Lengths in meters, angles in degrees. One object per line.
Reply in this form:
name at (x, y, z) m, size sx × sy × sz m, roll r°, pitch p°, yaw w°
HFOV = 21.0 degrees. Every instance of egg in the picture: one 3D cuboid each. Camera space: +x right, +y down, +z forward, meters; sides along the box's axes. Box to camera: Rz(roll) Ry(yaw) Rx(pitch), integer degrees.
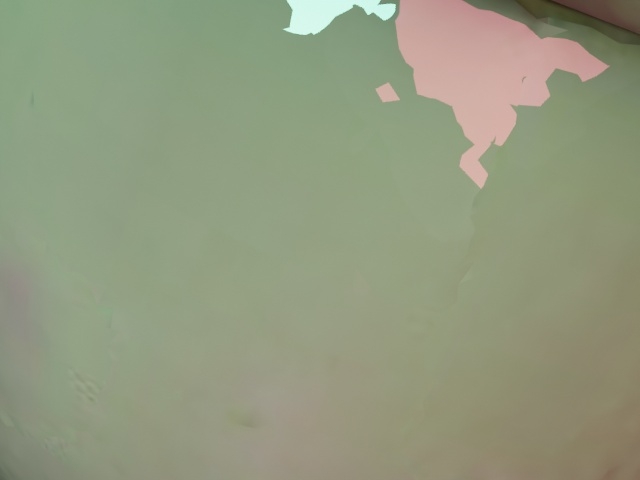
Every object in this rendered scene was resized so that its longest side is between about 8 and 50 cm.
egg at (0.000, 0.000, 0.637) m, size 0.354 × 0.354 × 0.340 m, roll 17°, pitch 117°, yaw -16°
